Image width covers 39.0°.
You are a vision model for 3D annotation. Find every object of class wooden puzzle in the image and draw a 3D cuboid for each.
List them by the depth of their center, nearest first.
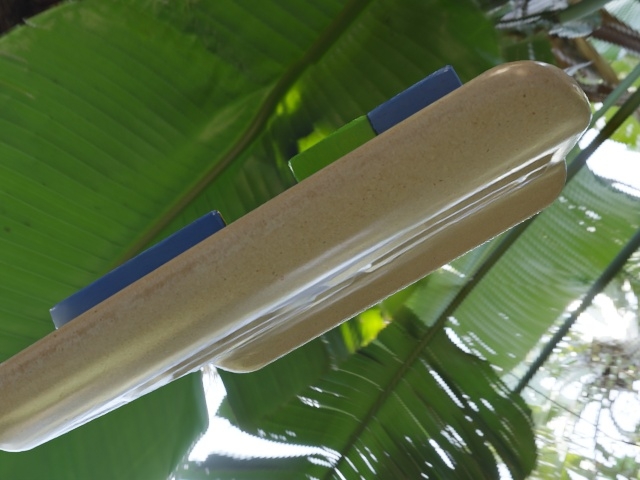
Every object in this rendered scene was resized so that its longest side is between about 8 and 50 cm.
[{"bbox_3d":[0.000,0.000,0.559,0.322,0.348,0.080,-31,-100,12],"label":"wooden puzzle"}]
